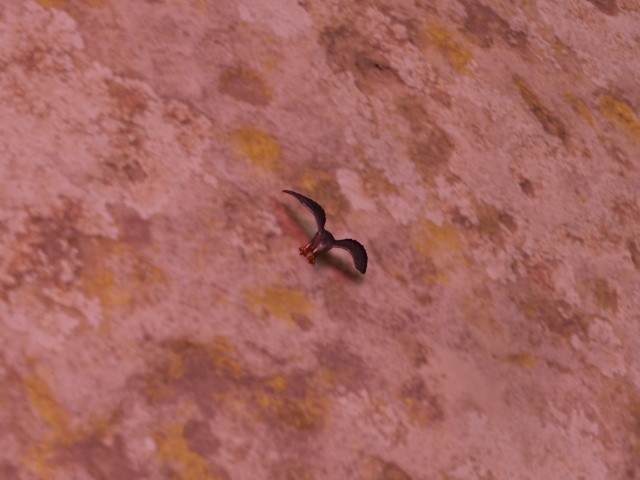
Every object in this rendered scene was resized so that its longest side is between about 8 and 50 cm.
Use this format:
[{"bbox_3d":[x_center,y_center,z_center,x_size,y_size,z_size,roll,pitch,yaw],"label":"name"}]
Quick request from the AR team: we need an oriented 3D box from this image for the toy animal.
[{"bbox_3d":[0.000,0.001,1.013,0.084,0.028,0.050,43,37,-8],"label":"toy animal"}]
